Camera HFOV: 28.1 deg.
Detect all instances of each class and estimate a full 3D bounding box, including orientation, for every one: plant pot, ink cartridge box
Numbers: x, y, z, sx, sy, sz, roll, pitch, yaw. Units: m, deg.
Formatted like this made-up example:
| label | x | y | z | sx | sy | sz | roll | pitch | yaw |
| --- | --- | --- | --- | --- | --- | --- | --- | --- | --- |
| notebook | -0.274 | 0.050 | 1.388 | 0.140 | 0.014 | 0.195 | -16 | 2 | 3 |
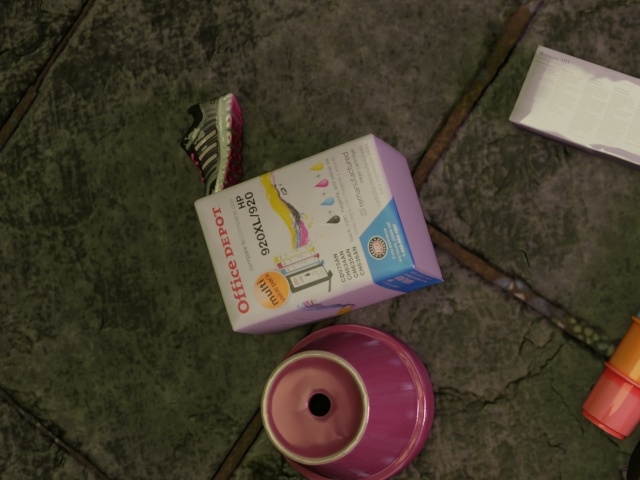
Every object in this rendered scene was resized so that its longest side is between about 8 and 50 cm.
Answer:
| label | x | y | z | sx | sy | sz | roll | pitch | yaw |
| --- | --- | --- | --- | --- | --- | --- | --- | --- | --- |
| plant pot | 0.018 | 0.195 | 1.505 | 0.201 | 0.180 | 0.201 | -2 | 83 | 17 |
| ink cartridge box | 0.000 | 0.000 | 1.539 | 0.233 | 0.168 | 0.171 | -20 | 79 | 14 |

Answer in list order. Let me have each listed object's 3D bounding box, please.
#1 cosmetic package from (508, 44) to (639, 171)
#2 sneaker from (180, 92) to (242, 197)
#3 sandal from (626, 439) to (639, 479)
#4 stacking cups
| label | x | y | z | sx | sy | sz | roll | pitch | yaw |
| --- | --- | --- | --- | --- | --- | --- | --- | --- | --- |
| cosmetic package | 0.353 | -0.143 | 1.507 | 0.239 | 0.060 | 0.098 | 22 | 92 | 18 |
| sneaker | -0.144 | -0.106 | 1.652 | 0.075 | 0.063 | 0.170 | -2 | 78 | 16 |
| sandal | 0.462 | 0.181 | 1.424 | 0.086 | 0.120 | 0.302 | 37 | 97 | -11 |
| stacking cups | 0.399 | 0.076 | 1.454 | 0.096 | 0.096 | 0.316 | 36 | 96 | 17 |
